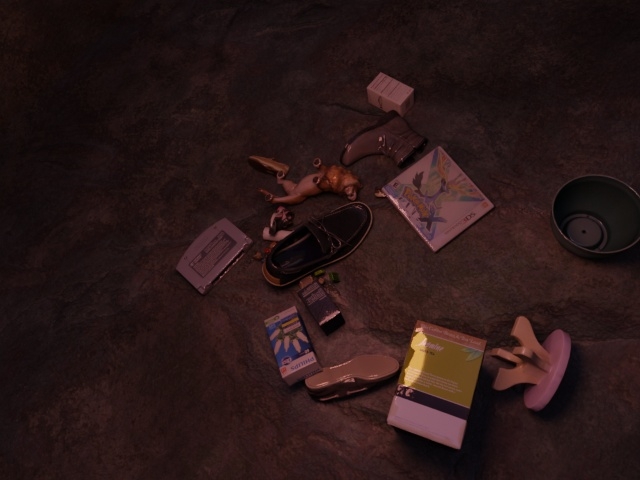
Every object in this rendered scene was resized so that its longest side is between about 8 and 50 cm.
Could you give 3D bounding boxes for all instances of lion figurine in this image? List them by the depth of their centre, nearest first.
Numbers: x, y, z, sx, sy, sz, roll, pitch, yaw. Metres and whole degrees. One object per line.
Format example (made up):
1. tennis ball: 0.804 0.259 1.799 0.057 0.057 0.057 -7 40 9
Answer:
1. lion figurine: -0.042 -0.218 2.053 0.392 0.240 0.142 -8 76 24

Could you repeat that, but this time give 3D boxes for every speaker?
1. speaker: -0.165 -0.021 2.053 0.136 0.055 0.055 7 69 15

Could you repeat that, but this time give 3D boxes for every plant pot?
1. plant pot: 0.949 -0.057 1.767 0.293 0.196 0.293 -4 67 10

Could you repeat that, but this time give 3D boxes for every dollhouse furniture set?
1. dollhouse furniture set: -0.005 0.163 1.960 0.152 0.058 0.076 -26 71 21

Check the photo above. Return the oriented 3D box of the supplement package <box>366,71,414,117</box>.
1. supplement package: 0.306 -0.631 2.194 0.179 0.105 0.105 35 78 23

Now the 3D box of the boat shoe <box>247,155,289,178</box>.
1. boat shoe: -0.225 -0.333 2.201 0.190 0.068 0.072 25 62 10

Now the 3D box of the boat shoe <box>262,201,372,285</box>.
1. boat shoe: 0.000 0.000 1.930 0.500 0.156 0.187 -31 72 -16

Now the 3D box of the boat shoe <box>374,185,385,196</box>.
1. boat shoe: 0.294 -0.203 2.033 0.152 0.056 0.049 -3 100 10

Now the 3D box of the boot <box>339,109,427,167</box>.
1. boot: 0.263 -0.378 2.094 0.338 0.118 0.223 -40 71 -2

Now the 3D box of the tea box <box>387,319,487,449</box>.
1. tea box: 0.367 0.466 1.585 0.220 0.329 0.323 16 70 18

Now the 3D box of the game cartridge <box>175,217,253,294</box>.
1. game cartridge: -0.444 0.056 2.078 0.198 0.062 0.297 38 79 27

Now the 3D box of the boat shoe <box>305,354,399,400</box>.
1. boat shoe: 0.113 0.486 1.771 0.335 0.095 0.112 -12 36 2

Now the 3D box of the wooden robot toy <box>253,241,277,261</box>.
1. wooden robot toy: -0.183 0.033 2.028 0.173 0.076 0.079 -5 55 9

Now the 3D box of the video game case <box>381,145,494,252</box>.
1. video game case: 0.456 -0.165 1.969 0.300 0.036 0.329 -37 76 -6

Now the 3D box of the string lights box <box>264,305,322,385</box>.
1. string lights box: -0.101 0.377 1.816 0.133 0.077 0.259 -26 45 -1

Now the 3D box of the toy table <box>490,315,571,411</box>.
1. toy table: 0.671 0.389 1.625 0.161 0.252 0.274 26 65 3

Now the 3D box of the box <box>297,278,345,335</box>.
1. box: 0.005 0.248 1.848 0.093 0.156 0.158 -34 65 -5

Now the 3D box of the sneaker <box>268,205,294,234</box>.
1. sneaker: -0.153 -0.081 2.038 0.077 0.072 0.178 16 38 7
